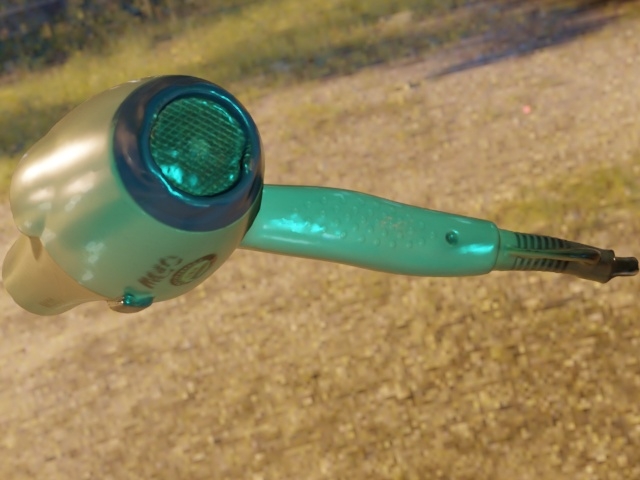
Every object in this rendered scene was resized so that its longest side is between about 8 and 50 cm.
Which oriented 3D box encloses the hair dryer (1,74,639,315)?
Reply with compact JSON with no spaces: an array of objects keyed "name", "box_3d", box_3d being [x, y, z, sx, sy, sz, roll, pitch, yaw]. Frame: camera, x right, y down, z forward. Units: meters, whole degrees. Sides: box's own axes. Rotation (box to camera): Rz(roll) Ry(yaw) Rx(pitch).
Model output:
[{"name":"hair dryer","box_3d":[-0.018,0.002,0.474,0.199,0.067,0.167,11,-16,-37]}]
